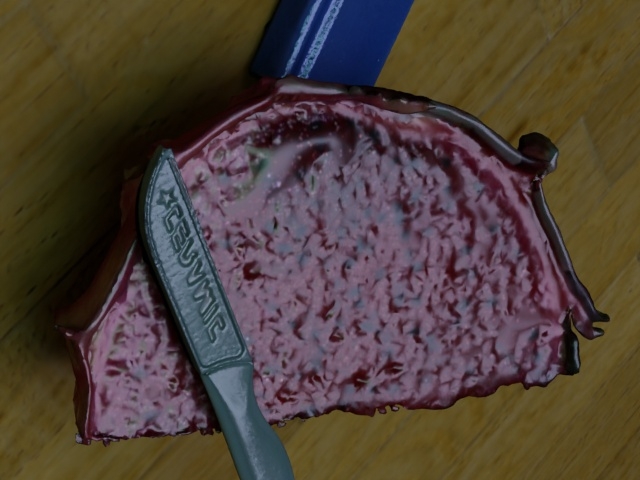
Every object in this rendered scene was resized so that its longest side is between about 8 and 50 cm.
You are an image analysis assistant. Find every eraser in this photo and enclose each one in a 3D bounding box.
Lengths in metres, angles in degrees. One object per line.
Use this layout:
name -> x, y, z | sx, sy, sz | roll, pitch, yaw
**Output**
eraser -> 0.008, -0.106, 0.885 | 0.063, 0.027, 0.084 | 25, 90, -48

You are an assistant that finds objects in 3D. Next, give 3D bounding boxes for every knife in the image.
knife -> -0.040, 0.056, 0.771 | 0.028, 0.015, 0.210 | -25, 114, -9

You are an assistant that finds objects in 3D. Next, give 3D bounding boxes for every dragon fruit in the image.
dragon fruit -> -0.004, -0.008, 0.848 | 0.274, 0.126, 0.161 | -6, 108, -24
